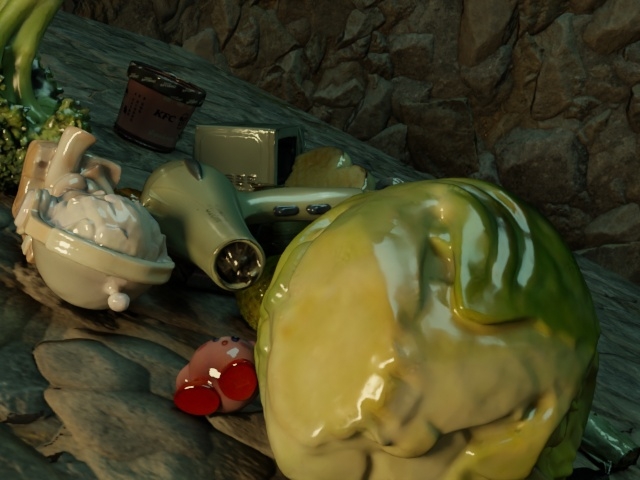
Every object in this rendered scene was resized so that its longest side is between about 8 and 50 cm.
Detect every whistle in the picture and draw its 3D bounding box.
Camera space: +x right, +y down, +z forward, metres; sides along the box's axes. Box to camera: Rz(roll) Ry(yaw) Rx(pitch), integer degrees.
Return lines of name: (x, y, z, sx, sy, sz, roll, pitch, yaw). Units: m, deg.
whistle: (-0.101, 0.050, 1.143, 0.176, 0.033, 0.033, 11, 18, -42)

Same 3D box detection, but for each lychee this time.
lychee: (-0.024, 0.066, 1.041, 0.146, 0.114, 0.114, 13, 9, 17)

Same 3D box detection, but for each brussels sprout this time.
brussels sprout: (0.099, 0.091, 0.776, 0.344, 0.268, 0.344, 37, 22, -18)

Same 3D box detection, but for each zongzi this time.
zongzi: (0.000, 0.000, 1.321, 0.242, 0.112, 0.221, 17, 11, -3)

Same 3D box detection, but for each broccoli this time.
broccoli: (-0.420, -0.195, 1.145, 0.288, 0.260, 0.235, 36, -35, -30)

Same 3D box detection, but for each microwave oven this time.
microwave oven: (-0.120, -0.139, 1.605, 0.162, 0.122, 0.208, 4, 9, 12)

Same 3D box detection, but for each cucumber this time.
cucumber: (0.268, 0.256, 0.974, 0.039, 0.043, 0.163, -19, -19, 35)

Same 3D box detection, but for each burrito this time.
burrito: (0.337, 0.238, 1.151, 0.074, 0.044, 0.118, 6, 25, -42)

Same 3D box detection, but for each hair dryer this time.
hair dryer: (-0.062, -0.019, 1.021, 0.298, 0.119, 0.296, 1, 18, -1)

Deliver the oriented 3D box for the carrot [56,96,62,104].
carrot: (-0.445, -0.205, 1.487, 0.074, 0.074, 0.358, 17, 12, -29)

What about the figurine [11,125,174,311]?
figurine: (-0.227, -0.015, 0.934, 0.162, 0.141, 0.237, 21, 12, -35)

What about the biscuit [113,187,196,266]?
biscuit: (-0.227, -0.023, 1.195, 0.226, 0.042, 0.226, 22, 12, -5)

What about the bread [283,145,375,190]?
bread: (0.001, -0.067, 1.495, 0.064, 0.172, 0.232, 52, -4, -31)

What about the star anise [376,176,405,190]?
star anise: (0.081, -0.059, 1.679, 0.315, 0.139, 0.359, 16, 6, -25)

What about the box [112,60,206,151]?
box: (-0.308, -0.246, 1.742, 0.151, 0.135, 0.151, 25, 10, -5)

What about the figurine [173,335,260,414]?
figurine: (-0.086, 0.119, 0.820, 0.083, 0.067, 0.071, -12, 24, 6)
